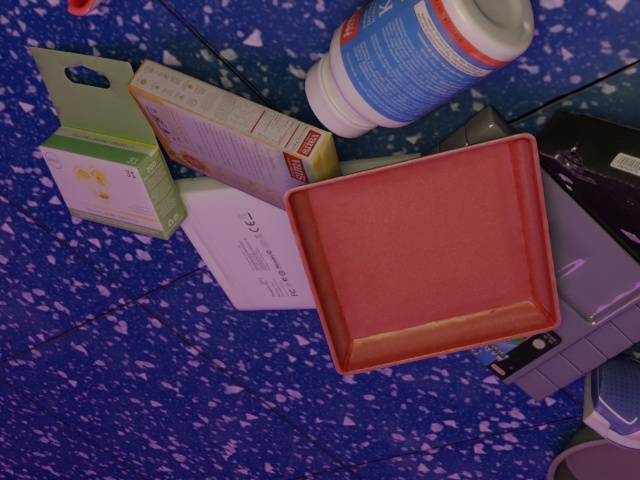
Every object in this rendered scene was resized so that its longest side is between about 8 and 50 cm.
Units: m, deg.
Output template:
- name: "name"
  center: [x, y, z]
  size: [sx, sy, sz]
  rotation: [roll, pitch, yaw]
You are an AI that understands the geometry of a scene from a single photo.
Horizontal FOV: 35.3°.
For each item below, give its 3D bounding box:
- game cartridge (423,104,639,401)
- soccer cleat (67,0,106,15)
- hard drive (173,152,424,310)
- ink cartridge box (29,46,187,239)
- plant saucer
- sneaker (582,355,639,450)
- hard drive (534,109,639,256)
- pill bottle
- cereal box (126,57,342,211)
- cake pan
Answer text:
- name: "game cartridge"
  center: [0.224, 0.034, 1.168]
  size: [0.355, 0.068, 0.230]
  rotation: [40, 114, -22]
- name: "soccer cleat"
  center: [-0.275, -0.340, 0.990]
  size: [0.083, 0.095, 0.248]
  rotation: [-5, 135, 29]
- name: "hard drive"
  center: [0.000, 0.000, 1.298]
  size: [0.353, 0.047, 0.233]
  rotation: [-3, 135, 29]
- name: "ink cartridge box"
  center: [-0.274, -0.117, 1.243]
  size: [0.171, 0.056, 0.235]
  rotation: [14, 140, 30]
- name: "plant saucer"
  center: [0.114, 0.013, 1.084]
  size: [0.259, 0.047, 0.258]
  rotation: [-13, 124, 6]
- name: "sneaker"
  center: [0.499, 0.196, 1.249]
  size: [0.316, 0.127, 0.182]
  rotation: [21, 138, -10]
- name: "hard drive"
  center: [0.385, 0.006, 0.995]
  size: [0.339, 0.064, 0.237]
  rotation: [38, 180, -25]
- name: "pill bottle"
  center: [0.086, -0.185, 0.980]
  size: [0.124, 0.124, 0.221]
  rotation: [39, 138, -21]
- name: "cereal box"
  center: [-0.087, -0.105, 1.137]
  size: [0.240, 0.047, 0.173]
  rotation: [24, 161, 18]
- name: "cake pan"
  center: [0.484, 0.354, 1.479]
  size: [0.293, 0.054, 0.293]
  rotation: [13, 140, 11]
